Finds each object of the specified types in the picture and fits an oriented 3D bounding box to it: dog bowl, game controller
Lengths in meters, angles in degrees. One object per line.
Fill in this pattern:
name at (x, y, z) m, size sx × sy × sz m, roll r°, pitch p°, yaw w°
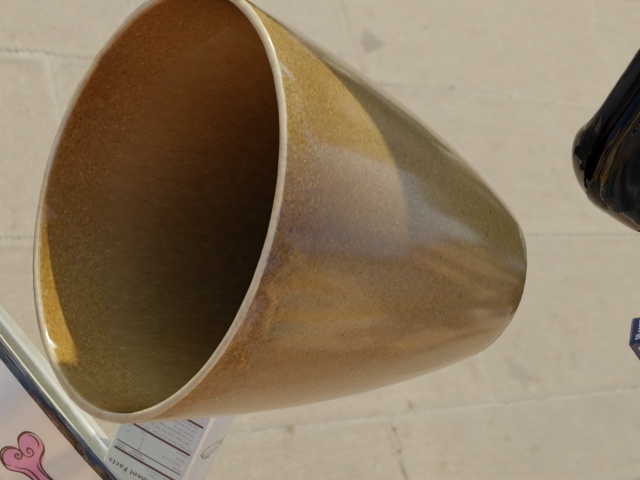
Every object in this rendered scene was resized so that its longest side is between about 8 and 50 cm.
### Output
dog bowl at (-0.363, 0.207, 1.289) m, size 0.150 × 0.408 × 0.408 m, roll -38°, pitch 92°, yaw -11°
game controller at (0.283, -0.150, 0.761) m, size 0.067 × 0.319 × 0.166 m, roll 36°, pitch 10°, yaw 26°

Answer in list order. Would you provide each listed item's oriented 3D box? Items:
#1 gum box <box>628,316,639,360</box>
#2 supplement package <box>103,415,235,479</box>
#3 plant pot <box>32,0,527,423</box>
gum box at (0.414, 0.118, 1.080) m, size 0.157 × 0.184 × 0.041 m, roll 51°, pitch 40°, yaw -28°
supplement package at (-0.165, 0.208, 1.346) m, size 0.105 × 0.179 × 0.105 m, roll 27°, pitch 9°, yaw 10°
plant pot at (0.000, 0.000, 0.678) m, size 0.254 × 0.237 × 0.237 m, roll 13°, pitch 60°, yaw -39°
